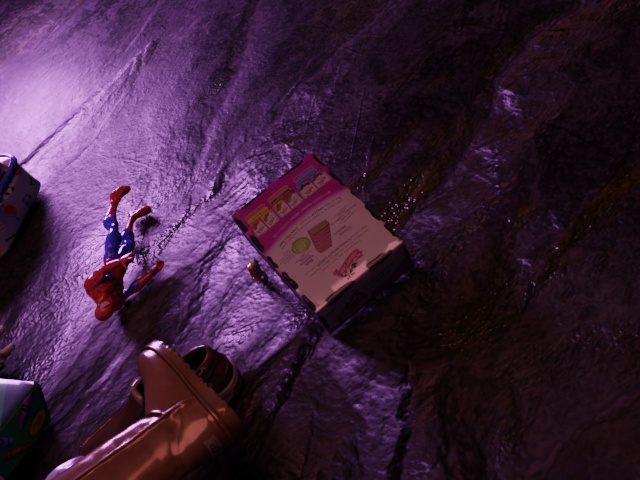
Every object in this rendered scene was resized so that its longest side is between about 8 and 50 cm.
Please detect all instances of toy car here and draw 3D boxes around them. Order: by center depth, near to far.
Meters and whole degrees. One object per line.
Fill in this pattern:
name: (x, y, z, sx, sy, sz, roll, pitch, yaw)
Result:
toy car: (-0.056, 0.019, 1.443, 0.122, 0.040, 0.060, -42, 40, -11)

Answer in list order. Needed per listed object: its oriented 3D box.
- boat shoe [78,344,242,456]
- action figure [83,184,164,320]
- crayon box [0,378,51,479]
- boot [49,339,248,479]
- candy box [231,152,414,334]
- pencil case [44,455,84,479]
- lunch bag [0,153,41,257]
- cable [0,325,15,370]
boat shoe: (-0.239, 0.228, 1.312, 0.257, 0.095, 0.095, -35, 39, -1)
action figure: (-0.316, 0.014, 1.583, 0.139, 0.091, 0.280, -23, 40, 26)
crayon box: (-0.571, 0.283, 1.410, 0.278, 0.081, 0.165, 1, 30, 17)
boot: (-0.251, 0.252, 1.134, 0.269, 0.089, 0.236, -36, 33, -19)
candy box: (0.000, 0.000, 1.363, 0.159, 0.071, 0.233, -38, 53, -6)
pencil case: (-0.236, 0.359, 1.166, 0.273, 0.113, 0.124, 10, 91, 39)
lunch bag: (-0.724, -0.053, 1.918, 0.303, 0.115, 0.243, -5, 49, 32)
cable: (-0.627, 0.251, 1.570, 0.287, 0.072, 0.139, -45, 38, -13)
